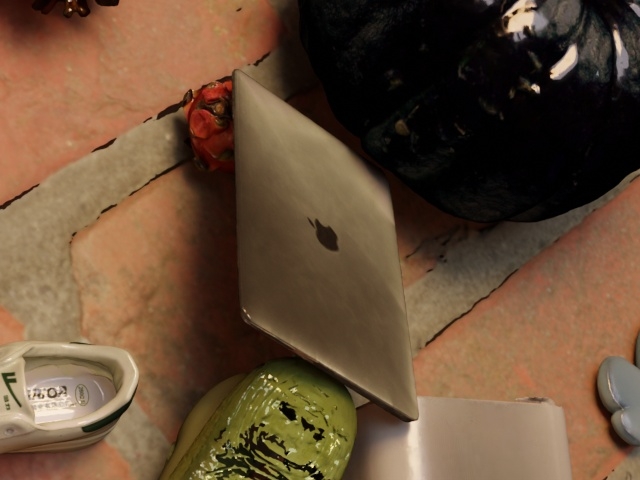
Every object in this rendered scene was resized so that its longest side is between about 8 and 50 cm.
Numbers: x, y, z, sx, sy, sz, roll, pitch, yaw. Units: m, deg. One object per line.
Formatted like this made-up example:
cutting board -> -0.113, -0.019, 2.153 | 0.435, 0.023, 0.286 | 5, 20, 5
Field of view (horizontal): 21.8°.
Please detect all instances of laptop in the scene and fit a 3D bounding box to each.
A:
laptop -> 0.000, 0.000, 1.292 | 0.187, 0.015, 0.269 | 34, 35, -34

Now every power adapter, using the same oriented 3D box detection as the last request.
power adapter -> 0.111, 0.259, 1.312 | 0.187, 0.124, 0.255 | 5, 68, -25

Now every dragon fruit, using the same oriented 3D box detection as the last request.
dragon fruit -> -0.063, -0.090, 1.391 | 0.116, 0.081, 0.086 | 14, 87, -47

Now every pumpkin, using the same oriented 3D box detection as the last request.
pumpkin -> 0.158, -0.192, 1.437 | 0.363, 0.266, 0.363 | 16, 60, -30

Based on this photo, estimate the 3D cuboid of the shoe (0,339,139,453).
shoe -> -0.253, 0.114, 1.183 | 0.265, 0.110, 0.095 | -6, 74, -33

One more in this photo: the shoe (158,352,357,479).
shoe -> -0.063, 0.207, 1.239 | 0.140, 0.128, 0.262 | 31, 86, -4

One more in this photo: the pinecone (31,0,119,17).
pinecone -> -0.214, -0.319, 1.331 | 0.246, 0.246, 0.292 | -1, 86, -29

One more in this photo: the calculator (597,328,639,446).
calculator -> 0.388, 0.146, 1.557 | 0.302, 0.042, 0.188 | 1, 70, -32
